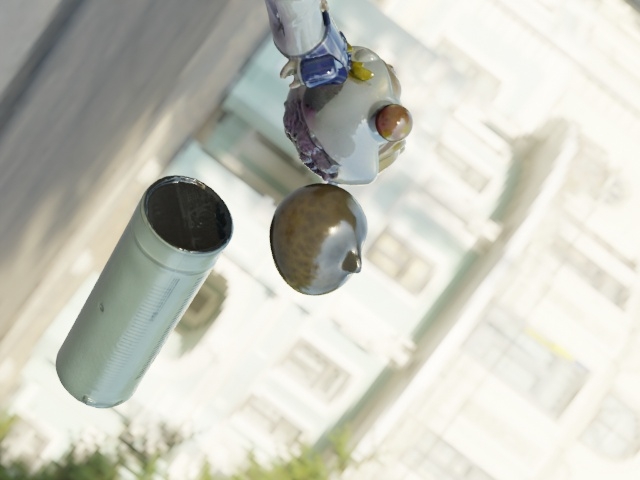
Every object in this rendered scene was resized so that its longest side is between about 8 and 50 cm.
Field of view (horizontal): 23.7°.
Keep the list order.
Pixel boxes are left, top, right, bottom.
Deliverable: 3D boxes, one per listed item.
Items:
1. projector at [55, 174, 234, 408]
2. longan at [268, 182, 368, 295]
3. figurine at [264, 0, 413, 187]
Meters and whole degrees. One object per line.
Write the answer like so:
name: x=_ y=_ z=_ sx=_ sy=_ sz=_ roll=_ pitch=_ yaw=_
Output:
projector: x=-0.203 y=0.066 z=1.721 sx=0.108 sy=0.108 sz=0.337 roll=-56 pitch=-179 yaw=-43
longan: x=0.000 y=0.000 z=1.470 sx=0.092 sy=0.113 sz=0.113 roll=17 pitch=117 yaw=-51
figurine: x=0.012 y=-0.160 z=1.537 sx=0.133 sy=0.194 sz=0.274 roll=-34 pitch=155 yaw=-6
